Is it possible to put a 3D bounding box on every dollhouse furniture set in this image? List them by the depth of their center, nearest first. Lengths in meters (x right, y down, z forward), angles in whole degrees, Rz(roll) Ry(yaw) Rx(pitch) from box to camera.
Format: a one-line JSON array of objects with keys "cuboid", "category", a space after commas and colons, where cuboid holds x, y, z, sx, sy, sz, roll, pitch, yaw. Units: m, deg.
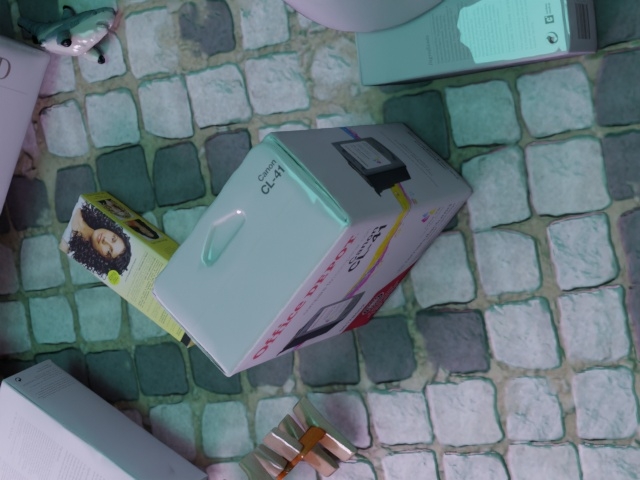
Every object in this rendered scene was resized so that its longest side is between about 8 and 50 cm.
[{"cuboid": [-0.082, 0.348, 1.433, 0.135, 0.262, 0.259, 43, 149, 5], "category": "dollhouse furniture set"}]

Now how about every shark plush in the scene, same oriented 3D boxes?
[{"cuboid": [-0.328, -0.273, 1.579, 0.161, 0.073, 0.067, 11, 83, 47], "category": "shark plush"}]

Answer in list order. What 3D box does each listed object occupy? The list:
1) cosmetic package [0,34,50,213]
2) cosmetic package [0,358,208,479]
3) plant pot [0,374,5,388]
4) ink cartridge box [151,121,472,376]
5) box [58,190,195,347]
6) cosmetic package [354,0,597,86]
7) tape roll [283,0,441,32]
[{"cuboid": [-0.613, -0.123, 1.526, 0.327, 0.329, 0.394, 20, 94, 28], "category": "cosmetic package"}, {"cuboid": [-0.333, 0.391, 1.624, 0.284, 0.097, 0.377, 33, 119, 22], "category": "cosmetic package"}, {"cuboid": [-0.498, 0.240, 1.672, 0.237, 0.109, 0.237, -27, 59, 57], "category": "plant pot"}, {"cuboid": [0.000, 0.000, 1.285, 0.131, 0.306, 0.226, 45, 116, 15], "category": "ink cartridge box"}, {"cuboid": [-0.223, 0.034, 1.550, 0.232, 0.058, 0.087, 34, 112, 19], "category": "box"}, {"cuboid": [0.162, -0.218, 1.275, 0.231, 0.117, 0.085, -4, 95, 27], "category": "cosmetic package"}, {"cuboid": [0.041, -0.361, 1.245, 0.286, 0.100, 0.286, -7, 74, 27], "category": "tape roll"}]
